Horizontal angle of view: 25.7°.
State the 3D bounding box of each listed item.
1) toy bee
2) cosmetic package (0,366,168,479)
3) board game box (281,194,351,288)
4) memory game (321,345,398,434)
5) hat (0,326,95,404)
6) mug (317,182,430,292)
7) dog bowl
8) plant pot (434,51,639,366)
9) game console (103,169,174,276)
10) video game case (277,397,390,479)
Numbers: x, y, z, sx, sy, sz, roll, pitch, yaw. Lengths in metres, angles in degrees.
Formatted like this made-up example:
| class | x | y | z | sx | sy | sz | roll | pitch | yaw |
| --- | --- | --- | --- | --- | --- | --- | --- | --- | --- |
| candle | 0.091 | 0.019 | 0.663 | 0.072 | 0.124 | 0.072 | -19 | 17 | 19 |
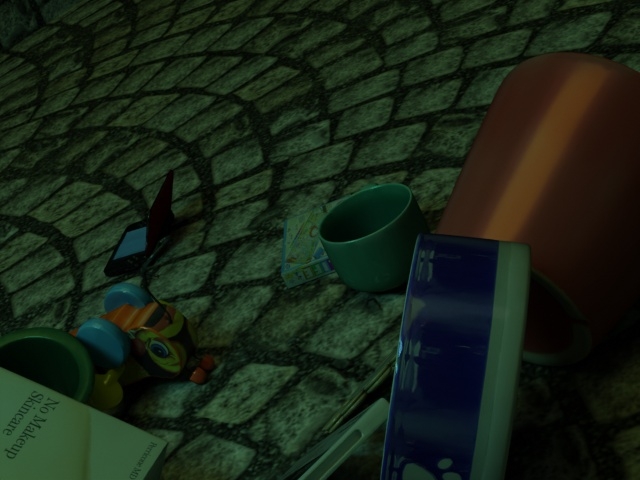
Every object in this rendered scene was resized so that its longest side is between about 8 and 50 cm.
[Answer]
| class | x | y | z | sx | sy | sz | roll | pitch | yaw |
| --- | --- | --- | --- | --- | --- | --- | --- | --- | --- |
| toy bee | -0.225 | 0.138 | 1.759 | 0.195 | 0.162 | 0.298 | -51 | 9 | -26 |
| cosmetic package | -0.338 | 0.238 | 1.499 | 0.309 | 0.113 | 0.160 | 21 | 42 | 7 |
| board game box | 0.000 | 0.000 | 1.907 | 0.103 | 0.026 | 0.154 | -21 | 26 | 12 |
| memory game | 0.067 | 0.140 | 1.496 | 0.186 | 0.012 | 0.186 | -47 | -4 | -4 |
| hat | -0.347 | 0.225 | 1.748 | 0.173 | 0.184 | 0.208 | -28 | 47 | -13 |
| mug | 0.080 | -0.004 | 1.760 | 0.129 | 0.097 | 0.158 | -2 | 35 | 42 |
| dog bowl | 0.122 | 0.127 | 1.274 | 0.104 | 0.265 | 0.265 | 8 | 33 | 6 |
| plant pot | 0.249 | -0.020 | 1.476 | 0.275 | 0.275 | 0.243 | 5 | 50 | 47 |
| game console | -0.277 | -0.027 | 2.146 | 0.124 | 0.085 | 0.144 | -16 | 27 | 20 |
| video game case | -0.023 | 0.240 | 1.378 | 0.173 | 0.022 | 0.190 | -40 | -3 | -33 |
